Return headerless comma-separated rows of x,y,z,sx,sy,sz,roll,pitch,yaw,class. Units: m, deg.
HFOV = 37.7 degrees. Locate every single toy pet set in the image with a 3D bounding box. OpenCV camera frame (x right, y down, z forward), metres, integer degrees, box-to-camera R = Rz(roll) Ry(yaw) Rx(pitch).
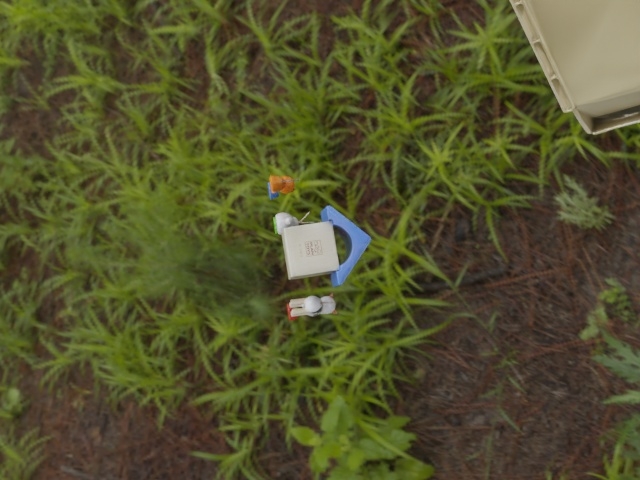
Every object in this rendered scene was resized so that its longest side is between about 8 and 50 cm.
0.000,0.000,0.762,0.065,0.114,0.122,-9,85,-7,toy pet set

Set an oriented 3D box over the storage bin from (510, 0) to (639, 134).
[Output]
0.283,-0.242,0.723,0.262,0.260,0.123,-14,32,36,storage bin
